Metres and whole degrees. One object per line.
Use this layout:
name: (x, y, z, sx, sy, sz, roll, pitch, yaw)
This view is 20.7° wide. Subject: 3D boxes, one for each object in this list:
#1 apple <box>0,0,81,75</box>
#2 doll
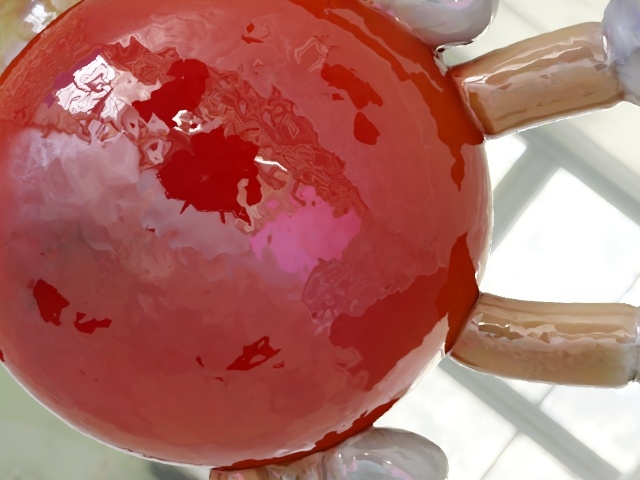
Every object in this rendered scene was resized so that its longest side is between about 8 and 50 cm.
apple: (-0.080, -0.058, 0.667, 0.146, 0.146, 0.131, 38, -39, 13)
doll: (0.000, 0.000, 0.452, 0.085, 0.217, 0.183, -98, -179, -80)
